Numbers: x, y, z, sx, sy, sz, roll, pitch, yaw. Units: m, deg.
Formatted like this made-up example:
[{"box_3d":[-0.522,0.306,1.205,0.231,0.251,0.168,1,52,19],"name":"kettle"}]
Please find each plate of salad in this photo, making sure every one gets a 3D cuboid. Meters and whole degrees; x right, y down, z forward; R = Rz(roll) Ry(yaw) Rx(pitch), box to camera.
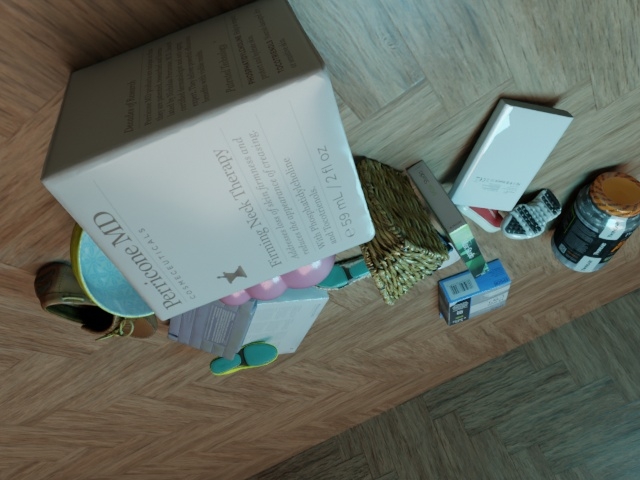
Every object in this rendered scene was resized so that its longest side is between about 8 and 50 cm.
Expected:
[{"box_3d":[0.383,0.050,1.780,0.199,0.048,0.200,-7,151,-4],"name":"plate of salad"}]

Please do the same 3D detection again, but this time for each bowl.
[{"box_3d":[-0.419,0.008,1.144,0.156,0.290,0.289,11,169,39],"name":"bowl"}]

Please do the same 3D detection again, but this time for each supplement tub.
[{"box_3d":[0.928,-0.059,1.770,0.207,0.207,0.338,-15,148,-9],"name":"supplement tub"}]

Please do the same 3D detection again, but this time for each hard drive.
[{"box_3d":[0.488,-0.213,1.386,0.202,0.040,0.308,6,132,-18],"name":"hard drive"}]

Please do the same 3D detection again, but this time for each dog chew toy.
[{"box_3d":[-0.132,0.058,1.346,0.331,0.207,0.207,-27,147,0],"name":"dog chew toy"}]

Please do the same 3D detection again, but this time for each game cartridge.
[{"box_3d":[-0.317,0.218,1.538,0.230,0.068,0.355,18,138,-7],"name":"game cartridge"}]

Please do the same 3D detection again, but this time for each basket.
[{"box_3d":[0.129,-0.019,1.301,0.213,0.299,0.223,13,135,-41],"name":"basket"}]

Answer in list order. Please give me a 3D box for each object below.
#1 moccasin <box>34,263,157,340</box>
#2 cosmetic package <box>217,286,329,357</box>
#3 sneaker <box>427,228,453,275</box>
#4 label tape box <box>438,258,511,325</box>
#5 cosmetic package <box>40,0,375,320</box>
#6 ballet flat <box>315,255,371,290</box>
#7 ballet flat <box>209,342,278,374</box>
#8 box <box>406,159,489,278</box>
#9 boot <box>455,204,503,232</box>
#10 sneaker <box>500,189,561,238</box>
[{"box_3d":[-0.562,0.191,1.373,0.139,0.147,0.380,-24,147,6],"name":"moccasin"},{"box_3d":[-0.170,0.263,1.742,0.284,0.098,0.377,0,142,-25],"name":"cosmetic package"},{"box_3d":[0.287,0.073,1.628,0.125,0.139,0.341,-47,168,-27],"name":"sneaker"},{"box_3d":[0.610,0.238,2.120,0.249,0.115,0.348,-21,146,0],"name":"label tape box"},{"box_3d":[-0.166,-0.141,0.882,0.393,0.328,0.330,-22,134,2],"name":"cosmetic package"},{"box_3d":[0.081,0.110,1.670,0.240,0.091,0.077,-13,161,-8],"name":"ballet flat"},{"box_3d":[-0.251,0.388,1.746,0.230,0.077,0.077,-15,169,-2],"name":"ballet flat"},{"box_3d":[0.354,-0.050,1.443,0.058,0.232,0.322,-33,146,11],"name":"box"},{"box_3d":[0.530,-0.121,1.576,0.176,0.089,0.244,-40,139,26],"name":"boot"},{"box_3d":[0.637,-0.062,1.647,0.292,0.110,0.118,-23,171,-39],"name":"sneaker"}]
